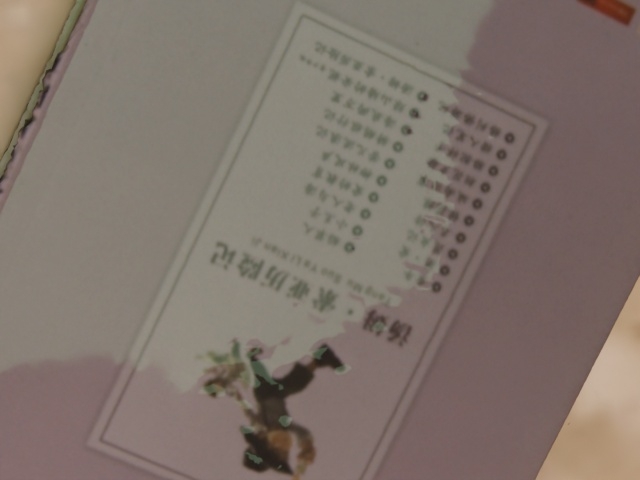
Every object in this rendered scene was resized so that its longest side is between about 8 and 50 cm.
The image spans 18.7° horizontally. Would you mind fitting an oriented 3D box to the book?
[{"bbox_3d":[0.000,0.000,0.381,0.127,0.014,0.181,24,98,-13],"label":"book"}]
